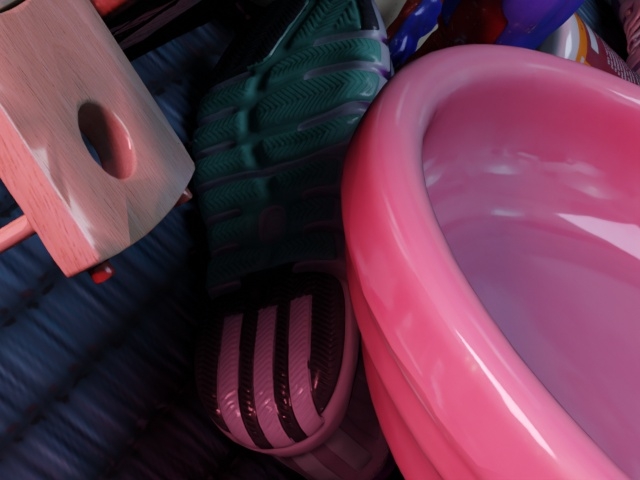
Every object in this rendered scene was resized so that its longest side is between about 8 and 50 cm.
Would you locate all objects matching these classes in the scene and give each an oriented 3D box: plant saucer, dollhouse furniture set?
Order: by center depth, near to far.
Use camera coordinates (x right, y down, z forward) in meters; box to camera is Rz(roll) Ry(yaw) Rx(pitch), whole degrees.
[{"bbox_3d":[-0.138,-0.006,0.383,0.129,0.129,0.183,57,26,-11],"label":"dollhouse furniture set"},{"bbox_3d":[0.141,0.064,0.618,0.332,0.084,0.332,27,29,-17],"label":"plant saucer"}]

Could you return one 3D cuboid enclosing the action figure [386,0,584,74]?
[{"bbox_3d":[0.098,-0.117,0.755,0.091,0.280,0.139,42,44,12],"label":"action figure"}]

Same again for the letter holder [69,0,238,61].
[{"bbox_3d":[-0.100,-0.169,0.586,0.214,0.152,0.302,57,27,-6],"label":"letter holder"}]

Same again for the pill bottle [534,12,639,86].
[{"bbox_3d":[0.143,-0.073,0.996,0.152,0.086,0.086,33,38,-44],"label":"pill bottle"}]

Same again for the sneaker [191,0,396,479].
[{"bbox_3d":[0.000,0.000,0.702,0.098,0.083,0.223,52,35,-46],"label":"sneaker"}]

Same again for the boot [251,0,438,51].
[{"bbox_3d":[0.025,-0.191,0.886,0.203,0.095,0.262,31,42,-45],"label":"boot"}]

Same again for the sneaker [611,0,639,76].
[{"bbox_3d":[0.243,-0.147,1.245,0.161,0.102,0.282,64,16,11],"label":"sneaker"}]
